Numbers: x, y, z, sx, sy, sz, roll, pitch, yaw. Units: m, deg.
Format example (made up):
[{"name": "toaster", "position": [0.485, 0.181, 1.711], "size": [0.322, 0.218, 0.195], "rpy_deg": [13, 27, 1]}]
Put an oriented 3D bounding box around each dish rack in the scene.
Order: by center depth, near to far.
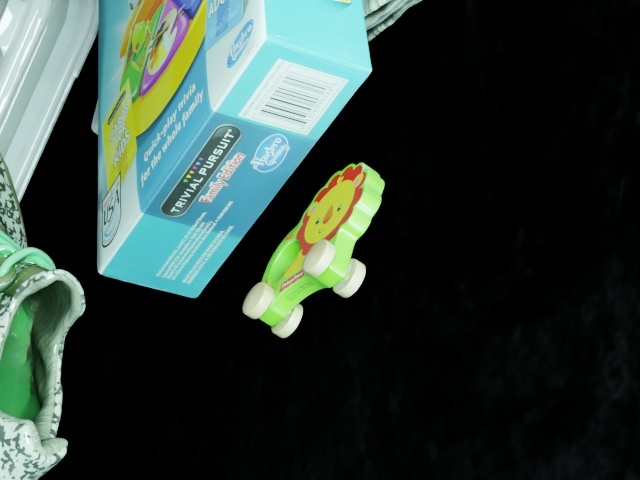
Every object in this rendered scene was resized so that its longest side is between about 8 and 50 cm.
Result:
[{"name": "dish rack", "position": [-0.344, -0.111, 1.817], "size": [0.285, 0.072, 0.333], "rpy_deg": [20, 86, 52]}]

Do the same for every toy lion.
[{"name": "toy lion", "position": [0.000, 0.000, 1.226], "size": [0.100, 0.034, 0.096], "rpy_deg": [-35, 30, 41]}]

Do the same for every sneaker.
[{"name": "sneaker", "position": [-0.236, 0.057, 1.487], "size": [0.182, 0.158, 0.410], "rpy_deg": [-31, 44, 25]}]

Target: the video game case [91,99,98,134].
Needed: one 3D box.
[{"name": "video game case", "position": [-0.099, -0.213, 1.599], "size": [0.206, 0.026, 0.227], "rpy_deg": [-31, 39, 45]}]

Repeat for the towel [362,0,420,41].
[{"name": "towel", "position": [0.075, -0.307, 1.304], "size": [0.312, 0.056, 0.324], "rpy_deg": [-30, 50, 45]}]

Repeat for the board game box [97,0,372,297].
[{"name": "board game box", "position": [-0.071, -0.171, 1.364], "size": [0.254, 0.079, 0.336], "rpy_deg": [-51, 34, 43]}]
